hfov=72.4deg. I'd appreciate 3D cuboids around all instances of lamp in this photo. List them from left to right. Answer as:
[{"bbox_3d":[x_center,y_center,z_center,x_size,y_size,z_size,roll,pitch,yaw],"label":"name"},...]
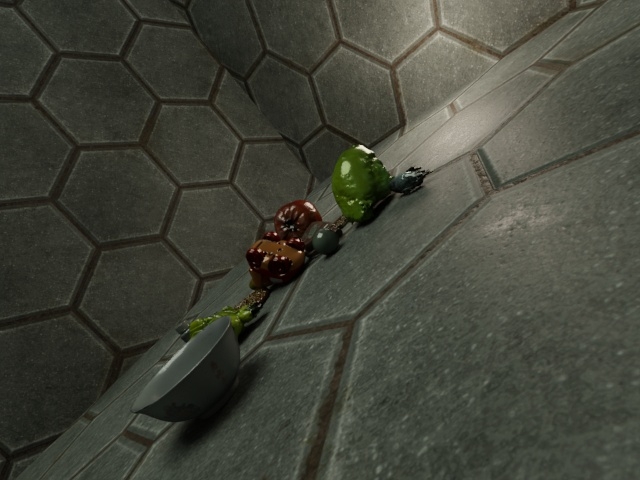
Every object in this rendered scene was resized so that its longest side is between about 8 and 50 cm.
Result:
[{"bbox_3d":[0.019,0.004,1.678,0.105,0.105,0.105,-39,11,9],"label":"lamp"}]

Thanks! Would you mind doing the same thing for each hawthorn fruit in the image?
[{"bbox_3d":[-0.086,-0.074,2.096,0.242,0.242,0.272,-37,-10,19],"label":"hawthorn fruit"}]

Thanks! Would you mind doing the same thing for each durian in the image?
[{"bbox_3d":[0.162,-0.231,1.773,0.256,0.339,0.204,-20,-21,-28],"label":"durian"}]

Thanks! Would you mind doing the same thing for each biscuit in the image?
[{"bbox_3d":[-0.340,0.303,1.875,0.305,0.038,0.305,-39,11,9],"label":"biscuit"},{"bbox_3d":[0.080,-0.073,1.985,0.237,0.026,0.131,-46,10,-31],"label":"biscuit"}]

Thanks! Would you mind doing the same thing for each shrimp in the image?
[{"bbox_3d":[0.331,-0.217,1.588,0.233,0.079,0.090,-18,60,58],"label":"shrimp"}]

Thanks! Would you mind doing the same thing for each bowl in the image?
[{"bbox_3d":[-0.325,0.378,1.195,0.345,0.157,0.345,-39,11,9],"label":"bowl"}]

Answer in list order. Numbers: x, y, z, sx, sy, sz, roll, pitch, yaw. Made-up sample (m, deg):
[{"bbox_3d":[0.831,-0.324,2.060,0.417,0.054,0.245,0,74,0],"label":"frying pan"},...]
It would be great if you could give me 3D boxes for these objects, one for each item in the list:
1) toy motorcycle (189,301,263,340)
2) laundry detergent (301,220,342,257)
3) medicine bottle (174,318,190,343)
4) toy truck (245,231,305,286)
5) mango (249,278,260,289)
[{"bbox_3d":[-0.367,0.328,1.629,0.342,0.142,0.206,-28,-4,37],"label":"toy motorcycle"},{"bbox_3d":[0.000,0.000,1.842,0.171,0.076,0.237,-58,25,-11],"label":"laundry detergent"},{"bbox_3d":[-0.603,0.431,2.017,0.080,0.130,0.080,-39,10,8],"label":"medicine bottle"},{"bbox_3d":[-0.190,0.107,1.853,0.265,0.239,0.189,14,39,22],"label":"toy truck"},{"bbox_3d":[-0.262,0.146,2.103,0.136,0.099,0.227,-21,29,48],"label":"mango"}]
